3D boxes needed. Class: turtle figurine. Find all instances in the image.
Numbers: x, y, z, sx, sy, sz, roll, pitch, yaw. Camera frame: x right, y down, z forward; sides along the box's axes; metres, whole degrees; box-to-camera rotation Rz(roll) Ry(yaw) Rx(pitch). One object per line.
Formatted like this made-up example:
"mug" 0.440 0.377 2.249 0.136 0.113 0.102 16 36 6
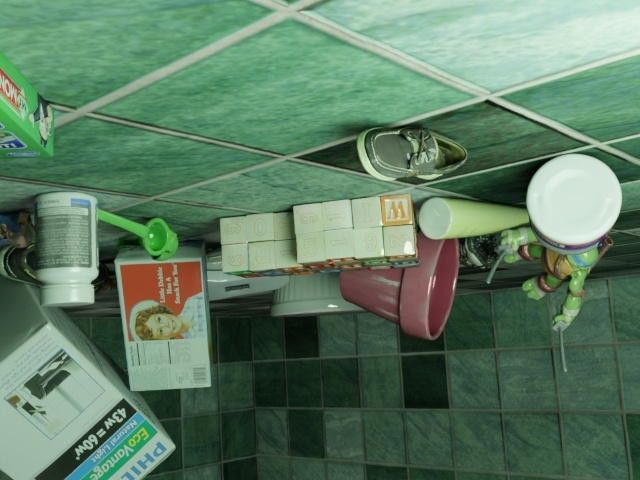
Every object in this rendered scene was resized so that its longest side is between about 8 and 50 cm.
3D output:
"turtle figurine" 0.402 0.070 1.404 0.197 0.275 0.266 26 178 2

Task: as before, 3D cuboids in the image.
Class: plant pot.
"plant pot" 0.141 0.065 1.350 0.180 0.202 0.201 11 177 23

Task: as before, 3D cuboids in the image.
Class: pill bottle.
"pill bottle" 0.321 -0.038 0.945 0.108 0.108 0.193 -6 172 17
"pill bottle" -0.320 0.013 0.934 0.078 0.137 0.078 -3 171 0

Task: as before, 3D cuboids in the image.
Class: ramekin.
"ramekin" 0.010 0.110 1.754 0.272 0.127 0.273 -3 172 0

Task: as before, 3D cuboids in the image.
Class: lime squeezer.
"lime squeezer" -0.273 -0.012 1.138 0.109 0.059 0.310 28 170 -4

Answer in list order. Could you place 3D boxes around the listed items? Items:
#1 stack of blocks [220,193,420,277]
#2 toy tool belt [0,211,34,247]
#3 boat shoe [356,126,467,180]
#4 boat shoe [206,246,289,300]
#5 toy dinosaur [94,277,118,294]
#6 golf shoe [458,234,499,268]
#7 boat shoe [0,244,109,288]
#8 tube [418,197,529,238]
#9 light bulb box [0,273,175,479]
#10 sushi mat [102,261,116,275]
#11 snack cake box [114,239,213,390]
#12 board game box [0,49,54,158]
"stack of blocks" 0.000 0.000 1.142 0.296 0.087 0.171 -5 171 10
"toy tool belt" -0.437 -0.020 1.011 0.083 0.052 0.051 -5 141 -8
"boat shoe" 0.092 -0.089 0.722 0.049 0.056 0.152 -16 175 38
"boat shoe" -0.196 0.055 1.445 0.267 0.088 0.096 -9 148 -4
"toy dinosaur" -0.484 0.094 1.640 0.092 0.053 0.183 -16 -179 -16
"golf shoe" 0.294 0.023 1.453 0.093 0.077 0.198 -6 170 20
"boat shoe" -0.464 0.053 1.336 0.068 0.081 0.227 -4 170 31
"tube" 0.250 -0.033 1.138 0.240 0.062 0.070 -2 -147 -44
"light bulb box" -0.507 0.275 1.366 0.225 0.361 0.358 -42 -147 -13
"sushi mat" -0.422 0.058 1.601 0.316 0.019 0.151 -7 170 24
"snack cake box" -0.281 0.139 1.354 0.152 0.265 0.089 -2 -158 -4
"board game box" -0.369 -0.098 0.493 0.317 0.046 0.213 -3 172 -4
